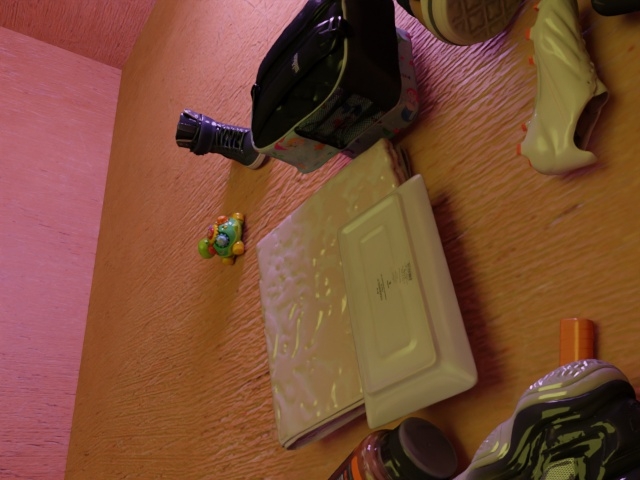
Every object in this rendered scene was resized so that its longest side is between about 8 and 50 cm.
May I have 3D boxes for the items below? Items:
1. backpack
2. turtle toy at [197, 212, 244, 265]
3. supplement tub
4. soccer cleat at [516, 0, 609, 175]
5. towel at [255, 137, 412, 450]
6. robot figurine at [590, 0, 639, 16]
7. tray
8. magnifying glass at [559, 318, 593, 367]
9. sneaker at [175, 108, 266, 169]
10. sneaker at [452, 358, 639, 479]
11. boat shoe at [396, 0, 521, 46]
[{"bbox_3d":[0.010,-0.220,0.872,0.253,0.191,0.225,-32,48,40],"label":"backpack"},{"bbox_3d":[-0.206,0.000,1.257,0.130,0.066,0.095,-41,44,44],"label":"turtle toy"},{"bbox_3d":[0.061,0.276,0.652,0.198,0.106,0.106,-57,35,29],"label":"supplement tub"},{"bbox_3d":[0.243,-0.158,0.593,0.076,0.068,0.196,0,78,44],"label":"soccer cleat"},{"bbox_3d":[0.027,0.071,0.823,0.317,0.053,0.331,-39,46,35],"label":"towel"},{"bbox_3d":[0.267,-0.324,0.505,0.173,0.209,0.278,-52,29,-8],"label":"robot figurine"},{"bbox_3d":[0.078,0.057,0.683,0.145,0.030,0.270,-34,47,32],"label":"tray"},{"bbox_3d":[0.216,0.182,0.517,0.092,0.026,0.231,-14,64,56],"label":"magnifying glass"},{"bbox_3d":[-0.209,-0.212,1.266,0.226,0.163,0.086,15,88,58],"label":"sneaker"},{"bbox_3d":[0.170,0.230,0.449,0.268,0.101,0.153,-61,32,18],"label":"sneaker"},{"bbox_3d":[0.207,-0.474,0.671,0.156,0.187,0.500,43,120,50],"label":"boat shoe"}]
